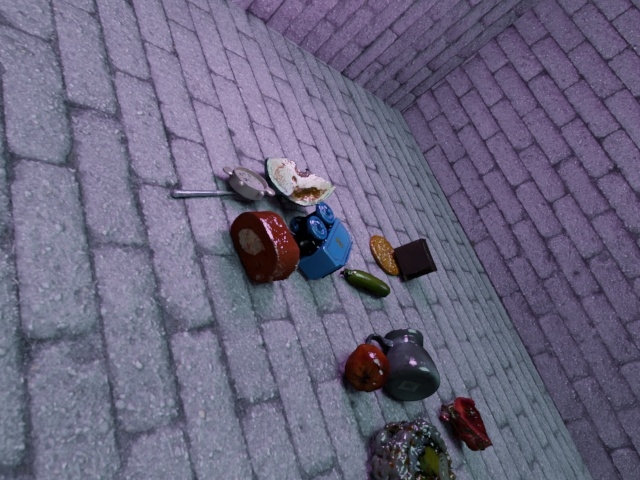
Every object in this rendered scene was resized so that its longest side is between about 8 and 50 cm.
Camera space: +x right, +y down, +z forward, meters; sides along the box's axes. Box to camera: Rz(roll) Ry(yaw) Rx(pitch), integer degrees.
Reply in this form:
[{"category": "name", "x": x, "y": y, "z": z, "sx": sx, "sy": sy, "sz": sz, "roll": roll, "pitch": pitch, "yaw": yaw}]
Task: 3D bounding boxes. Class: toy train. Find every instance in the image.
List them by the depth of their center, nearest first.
[{"category": "toy train", "x": 0.000, "y": 0.000, "z": 1.762, "sx": 0.265, "sy": 0.188, "sz": 0.300, "roll": 52, "pitch": 28, "yaw": -15}]

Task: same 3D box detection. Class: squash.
[{"category": "squash", "x": 0.216, "y": 0.194, "z": 1.959, "sx": 0.332, "sy": 0.087, "sz": 0.087, "roll": 28, "pitch": 41, "yaw": -35}]

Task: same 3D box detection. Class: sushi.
[{"category": "sushi", "x": 0.348, "y": 0.824, "z": 1.462, "sx": 0.418, "sy": 0.176, "sz": 0.417, "roll": 34, "pitch": 38, "yaw": -31}]

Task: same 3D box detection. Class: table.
[{"category": "table", "x": 0.530, "y": 0.108, "z": 2.334, "sx": 0.172, "sy": 0.169, "sz": 0.193, "roll": 5, "pitch": 64, "yaw": -67}]

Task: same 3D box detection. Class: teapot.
[{"category": "teapot", "x": 0.325, "y": 0.501, "z": 1.768, "sx": 0.285, "sy": 0.306, "sz": 0.223, "roll": -89, "pitch": 171, "yaw": -53}]

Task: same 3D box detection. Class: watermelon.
[{"category": "watermelon", "x": -0.126, "y": -0.223, "z": 1.832, "sx": 0.322, "sy": 0.188, "sz": 0.175, "roll": 30, "pitch": 66, "yaw": -14}]

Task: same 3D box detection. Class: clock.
[{"category": "clock", "x": -0.285, "y": -0.221, "z": 1.654, "sx": 0.229, "sy": 0.063, "sz": 0.155, "roll": 23, "pitch": 29, "yaw": -27}]

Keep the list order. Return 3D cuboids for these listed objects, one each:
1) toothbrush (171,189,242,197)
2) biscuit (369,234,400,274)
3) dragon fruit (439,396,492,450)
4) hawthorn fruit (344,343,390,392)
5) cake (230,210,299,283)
[{"category": "toothbrush", "x": -0.393, "y": -0.170, "z": 1.529, "sx": 0.030, "sy": 0.025, "sz": 0.342, "roll": 41, "pitch": 25, "yaw": 25}, {"category": "biscuit", "x": 0.360, "y": 0.079, "z": 2.303, "sx": 0.254, "sy": 0.035, "sz": 0.253, "roll": 34, "pitch": 38, "yaw": -32}, {"category": "dragon fruit", "x": 0.633, "y": 0.820, "z": 1.917, "sx": 0.212, "sy": 0.134, "sz": 0.262, "roll": 37, "pitch": 19, "yaw": -8}, {"category": "hawthorn fruit", "x": 0.174, "y": 0.478, "z": 1.571, "sx": 0.173, "sy": 0.174, "sz": 0.179, "roll": 56, "pitch": -13, "yaw": 1}, {"category": "cake", "x": -0.190, "y": 0.017, "z": 1.486, "sx": 0.151, "sy": 0.177, "sz": 0.282, "roll": 0, "pitch": 60, "yaw": -54}]
